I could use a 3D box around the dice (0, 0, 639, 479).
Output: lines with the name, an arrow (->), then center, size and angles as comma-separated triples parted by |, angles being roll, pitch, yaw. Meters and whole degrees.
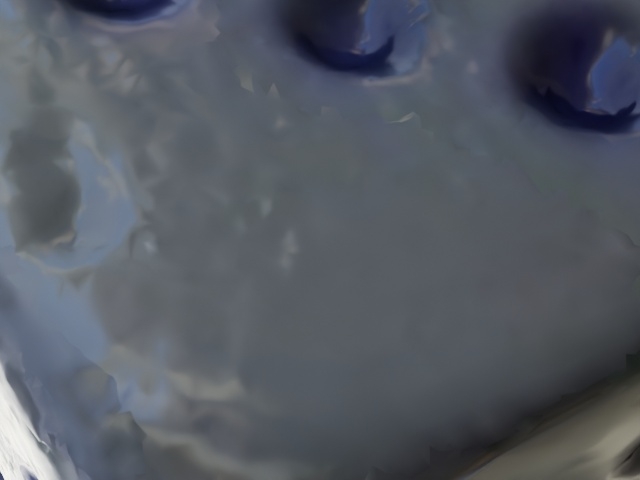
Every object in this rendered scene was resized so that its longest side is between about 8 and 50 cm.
dice -> 0.000, 0.000, 0.451 | 0.193, 0.192, 0.194 | 58, 163, 23
